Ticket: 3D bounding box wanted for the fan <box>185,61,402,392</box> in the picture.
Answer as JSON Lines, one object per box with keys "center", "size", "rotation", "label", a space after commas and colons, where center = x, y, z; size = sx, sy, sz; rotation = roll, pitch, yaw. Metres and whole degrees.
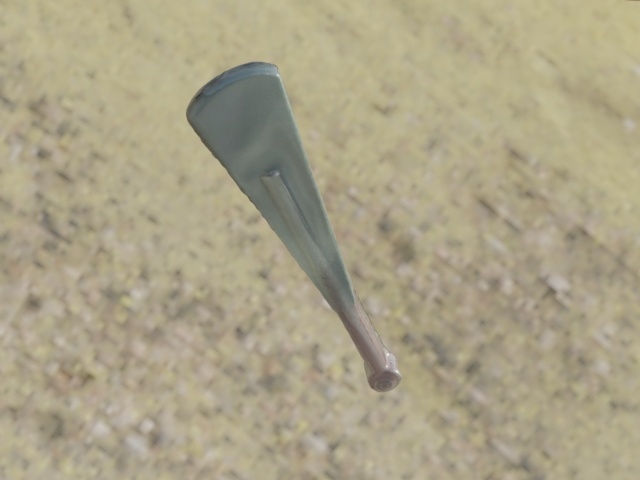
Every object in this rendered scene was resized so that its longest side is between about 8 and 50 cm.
{"center": [0.000, 0.000, 1.103], "size": [0.282, 0.057, 0.023], "rotation": [59, 2, -45], "label": "fan"}
